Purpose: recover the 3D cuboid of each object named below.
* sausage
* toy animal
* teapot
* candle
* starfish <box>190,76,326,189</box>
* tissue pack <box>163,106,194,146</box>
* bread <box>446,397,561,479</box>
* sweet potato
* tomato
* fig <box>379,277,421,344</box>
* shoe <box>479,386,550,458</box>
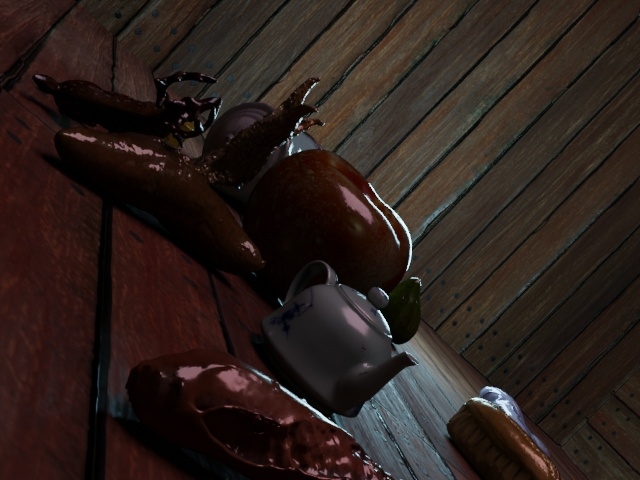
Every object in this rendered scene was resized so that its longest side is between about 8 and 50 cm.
[{"bbox_3d":[-0.007,0.171,0.655,0.326,0.079,0.087,42,30,-25],"label":"sausage"},{"bbox_3d":[-0.242,-0.163,1.167,0.243,0.087,0.260,5,-2,-1],"label":"toy animal"},{"bbox_3d":[0.021,0.109,1.047,0.159,0.159,0.232,40,6,-41],"label":"teapot"},{"bbox_3d":[-0.120,-0.170,1.916,0.221,0.221,0.342,46,5,28],"label":"candle"},{"bbox_3d":[-0.106,-0.143,1.395,0.084,0.293,0.301,57,1,-9],"label":"starfish"},{"bbox_3d":[-0.261,-0.178,1.508,0.062,0.095,0.176,44,4,-11],"label":"tissue pack"},{"bbox_3d":[0.328,0.379,1.575,0.140,0.106,0.236,42,5,-46],"label":"bread"},{"bbox_3d":[-0.194,-0.067,1.095,0.341,0.092,0.114,39,23,-44],"label":"sweet potato"},{"bbox_3d":[0.000,0.000,1.387,0.270,0.222,0.270,47,14,-16],"label":"tomato"},{"bbox_3d":[0.192,0.158,2.099,0.123,0.156,0.123,38,6,-5],"label":"fig"},{"bbox_3d":[0.443,0.440,2.140,0.137,0.095,0.245,43,10,-48],"label":"shoe"}]
